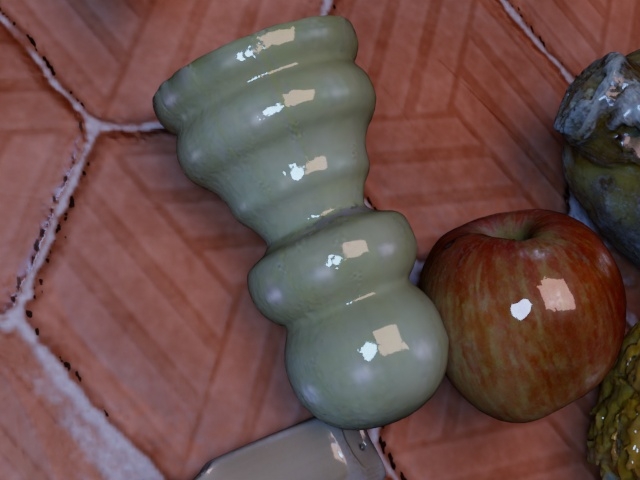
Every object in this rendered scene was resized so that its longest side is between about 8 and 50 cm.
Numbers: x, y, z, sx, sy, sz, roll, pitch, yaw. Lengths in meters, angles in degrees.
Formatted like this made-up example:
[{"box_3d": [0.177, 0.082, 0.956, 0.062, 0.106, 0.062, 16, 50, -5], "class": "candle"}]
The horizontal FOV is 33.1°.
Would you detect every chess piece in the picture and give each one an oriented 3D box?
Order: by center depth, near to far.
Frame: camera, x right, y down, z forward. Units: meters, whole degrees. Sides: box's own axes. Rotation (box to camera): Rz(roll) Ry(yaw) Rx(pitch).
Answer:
[{"box_3d": [0.000, 0.000, 0.700, 0.144, 0.144, 0.251, -18, 84, -31], "class": "chess piece"}]

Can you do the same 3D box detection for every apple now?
[{"box_3d": [0.139, 0.051, 0.743, 0.146, 0.146, 0.131, -21, 104, -31], "class": "apple"}]

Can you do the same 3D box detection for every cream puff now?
[{"box_3d": [0.269, 0.119, 0.782, 0.189, 0.129, 0.189, -30, 130, -44], "class": "cream puff"}]

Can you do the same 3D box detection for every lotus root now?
[{"box_3d": [0.330, -0.027, 0.857, 0.349, 0.175, 0.175, 40, 58, -14], "class": "lotus root"}]

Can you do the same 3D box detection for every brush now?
[{"box_3d": [-0.093, 0.175, 0.639, 0.321, 0.050, 0.060, -16, 76, -38], "class": "brush"}]
